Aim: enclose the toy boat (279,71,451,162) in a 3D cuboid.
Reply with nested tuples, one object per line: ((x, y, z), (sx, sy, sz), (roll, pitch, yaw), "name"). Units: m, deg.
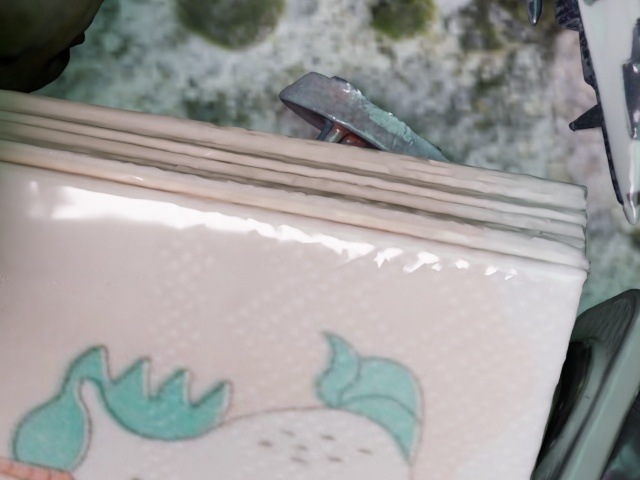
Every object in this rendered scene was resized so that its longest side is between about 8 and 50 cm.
((0.000, 0.001, 0.643), (0.096, 0.034, 0.122), (34, 75, -8), "toy boat")

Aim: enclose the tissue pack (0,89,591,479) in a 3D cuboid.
((-0.093, 0.039, 0.480), (0.325, 0.170, 0.071), (9, 28, 2), "tissue pack")

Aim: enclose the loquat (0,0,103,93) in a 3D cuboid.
((-0.176, -0.128, 0.534), (0.227, 0.179, 0.179), (3, 74, -16), "loquat")

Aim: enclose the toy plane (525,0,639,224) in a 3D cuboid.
((0.129, -0.123, 0.703), (0.160, 0.082, 0.234), (7, 87, -28), "toy plane")

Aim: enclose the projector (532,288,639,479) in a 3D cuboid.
((0.133, 0.176, 0.595), (0.198, 0.108, 0.250), (33, 68, -9), "projector")
